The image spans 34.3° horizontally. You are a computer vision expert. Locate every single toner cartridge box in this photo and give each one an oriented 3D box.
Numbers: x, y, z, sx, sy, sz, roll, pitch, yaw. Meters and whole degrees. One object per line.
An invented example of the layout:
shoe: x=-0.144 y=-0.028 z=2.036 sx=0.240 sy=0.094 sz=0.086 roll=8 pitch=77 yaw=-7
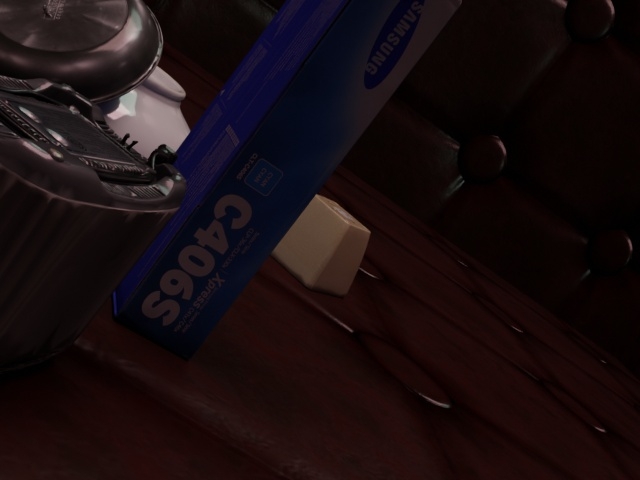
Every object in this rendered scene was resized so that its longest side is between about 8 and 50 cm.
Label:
toner cartridge box: x=-0.043 y=-0.086 z=0.843 sx=0.075 sy=0.348 sz=0.165 roll=34 pitch=10 yaw=-23

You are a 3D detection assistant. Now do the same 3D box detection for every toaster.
toaster: x=-0.179 y=-0.011 z=0.596 sx=0.129 sy=0.146 sz=0.227 roll=39 pitch=10 yaw=11

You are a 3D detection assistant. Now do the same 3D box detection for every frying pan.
frying pan: x=-0.305 y=-0.230 z=0.990 sx=0.326 sy=0.053 sz=0.197 roll=26 pitch=50 yaw=8

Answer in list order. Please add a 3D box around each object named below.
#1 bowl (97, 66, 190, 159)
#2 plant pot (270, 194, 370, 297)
bowl: x=-0.236 y=-0.139 z=1.079 sx=0.298 sy=0.134 sz=0.298 roll=35 pitch=10 yaw=-7
plant pot: x=0.000 y=0.000 z=1.362 sx=0.109 sy=0.096 sz=0.109 roll=40 pitch=10 yaw=27
